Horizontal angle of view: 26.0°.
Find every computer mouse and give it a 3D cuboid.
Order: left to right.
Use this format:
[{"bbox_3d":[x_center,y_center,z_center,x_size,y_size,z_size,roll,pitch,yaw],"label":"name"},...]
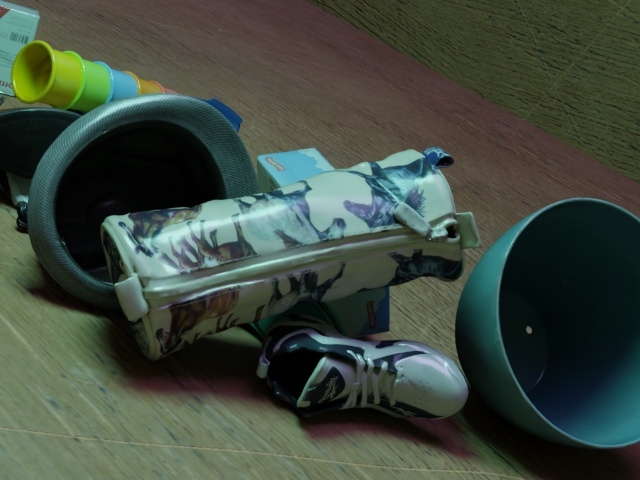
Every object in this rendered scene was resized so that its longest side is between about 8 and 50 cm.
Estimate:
[{"bbox_3d":[-0.369,-0.065,1.785,0.106,0.042,0.193,6,23,-36],"label":"computer mouse"}]

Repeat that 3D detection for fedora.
[{"bbox_3d":[-0.221,-0.040,1.622,0.275,0.244,0.124,-34,14,-24],"label":"fedora"}]

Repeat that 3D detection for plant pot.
[{"bbox_3d":[0.274,0.110,1.665,0.290,0.290,0.195,11,-16,-27],"label":"plant pot"}]

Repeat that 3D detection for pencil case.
[{"bbox_3d":[-0.039,0.012,1.519,0.410,0.160,0.183,-14,0,-19],"label":"pencil case"}]

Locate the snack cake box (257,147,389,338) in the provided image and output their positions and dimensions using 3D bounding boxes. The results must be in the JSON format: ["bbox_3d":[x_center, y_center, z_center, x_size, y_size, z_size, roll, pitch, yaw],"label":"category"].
[{"bbox_3d":[0.000,0.000,1.789,0.089,0.152,0.264,-9,29,-19],"label":"snack cake box"}]

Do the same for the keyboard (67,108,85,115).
[{"bbox_3d":[-0.293,-0.149,2.137,0.317,0.033,0.201,31,14,33],"label":"keyboard"}]

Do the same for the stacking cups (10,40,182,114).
[{"bbox_3d":[-0.329,-0.222,2.138,0.096,0.096,0.316,33,11,35],"label":"stacking cups"}]

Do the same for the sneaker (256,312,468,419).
[{"bbox_3d":[0.037,0.155,1.500,0.235,0.094,0.153,23,19,9],"label":"sneaker"}]

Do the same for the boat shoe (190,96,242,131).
[{"bbox_3d":[-0.177,-0.161,2.146,0.109,0.089,0.258,39,10,7],"label":"boat shoe"}]

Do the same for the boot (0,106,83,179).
[{"bbox_3d":[-0.439,-0.155,1.845,0.264,0.096,0.280,-14,23,-10],"label":"boot"}]

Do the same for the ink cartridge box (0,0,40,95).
[{"bbox_3d":[-0.512,-0.310,2.199,0.099,0.135,0.056,15,15,-19],"label":"ink cartridge box"}]

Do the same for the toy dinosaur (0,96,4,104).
[{"bbox_3d":[-0.560,-0.329,2.073,0.200,0.296,0.127,13,-11,-27],"label":"toy dinosaur"}]

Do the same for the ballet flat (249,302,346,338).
[{"bbox_3d":[-0.058,0.074,1.664,0.247,0.083,0.087,30,6,22],"label":"ballet flat"}]
